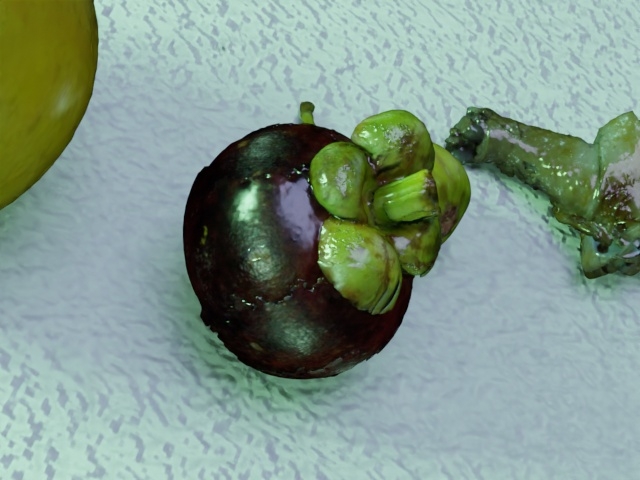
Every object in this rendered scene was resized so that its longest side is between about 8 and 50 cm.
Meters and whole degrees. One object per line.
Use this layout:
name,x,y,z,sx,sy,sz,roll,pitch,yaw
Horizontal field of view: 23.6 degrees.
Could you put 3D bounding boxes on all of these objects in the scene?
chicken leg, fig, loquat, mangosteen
chicken leg,0.199,-0.050,1.165,0.125,0.080,0.196,-39,74,-25
fig,0.038,-0.040,1.112,0.093,0.093,0.166,-18,24,-31
loquat,-0.257,-0.136,0.925,0.275,0.275,0.275,11,52,-14
mangosteen,0.000,0.000,0.973,0.166,0.180,0.166,30,46,-36
